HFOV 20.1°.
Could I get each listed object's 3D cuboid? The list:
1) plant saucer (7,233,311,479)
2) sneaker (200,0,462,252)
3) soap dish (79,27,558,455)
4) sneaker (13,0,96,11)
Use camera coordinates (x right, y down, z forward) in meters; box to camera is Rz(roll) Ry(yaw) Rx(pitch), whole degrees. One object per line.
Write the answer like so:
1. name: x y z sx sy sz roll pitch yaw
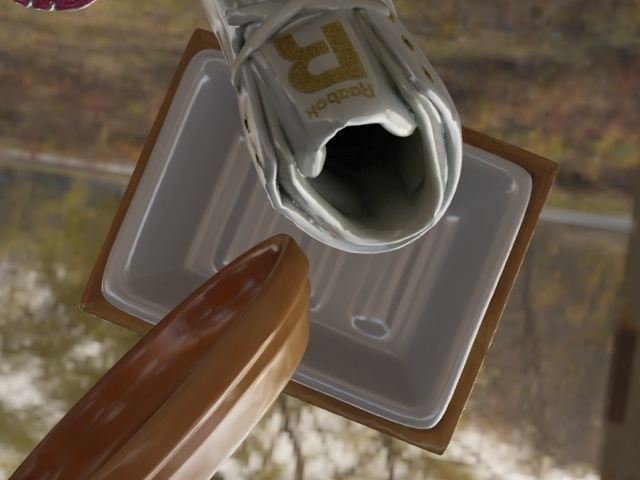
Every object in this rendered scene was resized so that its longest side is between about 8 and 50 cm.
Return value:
1. plant saucer: -0.072 0.079 0.739 0.037 0.200 0.200 45 174 -8
2. sneaker: -0.013 -0.120 0.719 0.108 0.169 0.292 -26 137 2
3. soap dish: 0.000 0.000 1.341 0.290 0.229 0.118 21 177 7
4. sneaker: -0.231 -0.215 1.368 0.170 0.063 0.075 16 -168 19
